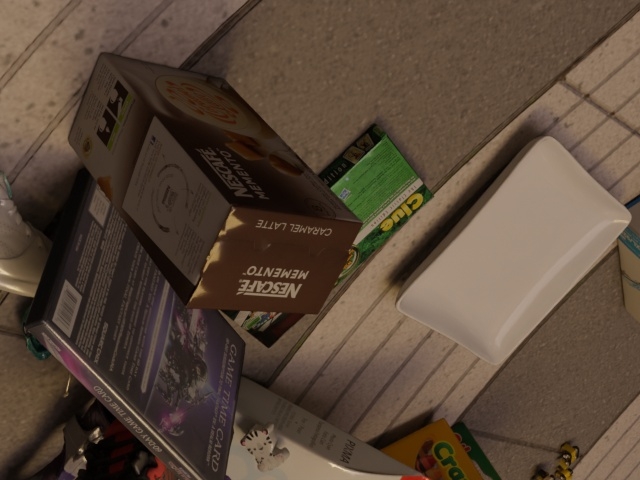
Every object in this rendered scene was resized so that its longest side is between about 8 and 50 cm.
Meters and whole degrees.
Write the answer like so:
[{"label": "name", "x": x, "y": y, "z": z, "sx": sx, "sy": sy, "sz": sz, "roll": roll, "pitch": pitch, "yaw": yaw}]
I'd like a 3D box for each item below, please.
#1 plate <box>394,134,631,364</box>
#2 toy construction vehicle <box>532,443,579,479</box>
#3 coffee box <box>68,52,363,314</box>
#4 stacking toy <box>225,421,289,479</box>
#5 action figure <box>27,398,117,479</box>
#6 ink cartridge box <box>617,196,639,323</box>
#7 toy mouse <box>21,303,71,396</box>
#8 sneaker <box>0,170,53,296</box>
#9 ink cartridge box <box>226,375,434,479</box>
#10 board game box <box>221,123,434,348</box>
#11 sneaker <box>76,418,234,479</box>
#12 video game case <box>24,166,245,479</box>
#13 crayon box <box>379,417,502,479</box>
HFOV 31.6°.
[{"label": "plate", "x": 0.243, "y": 0.014, "z": 1.440, "sx": 0.278, "sy": 0.045, "sz": 0.277, "roll": -49, "pitch": 138, "yaw": 9}, {"label": "toy construction vehicle", "x": 0.393, "y": 0.389, "z": 1.900, "sx": 0.086, "sy": 0.035, "sz": 0.098, "roll": -37, "pitch": 143, "yaw": -23}, {"label": "coffee box", "x": -0.096, "y": -0.050, "z": 0.963, "sx": 0.141, "sy": 0.246, "sz": 0.098, "roll": 6, "pitch": 121, "yaw": -40}, {"label": "stacking toy", "x": -0.148, "y": 0.284, "z": 1.211, "sx": 0.221, "sy": 0.052, "sz": 0.167, "roll": -31, "pitch": -177, "yaw": 23}, {"label": "action figure", "x": -0.305, "y": 0.292, "z": 1.211, "sx": 0.285, "sy": 0.099, "sz": 0.185, "roll": -46, "pitch": 133, "yaw": 1}, {"label": "ink cartridge box", "x": 0.539, "y": 0.037, "z": 1.595, "sx": 0.171, "sy": 0.168, "sz": 0.233, "roll": -33, "pitch": 139, "yaw": -9}, {"label": "toy mouse", "x": -0.244, "y": 0.067, "z": 1.115, "sx": 0.161, "sy": 0.031, "sz": 0.143, "roll": -43, "pitch": 140, "yaw": 2}, {"label": "sneaker", "x": -0.286, "y": -0.015, "z": 0.984, "sx": 0.212, "sy": 0.080, "sz": 0.094, "roll": 23, "pitch": 98, "yaw": -45}, {"label": "ink cartridge box", "x": -0.006, "y": 0.383, "z": 1.349, "sx": 0.308, "sy": 0.385, "sz": 0.091, "roll": -62, "pitch": 177, "yaw": 22}, {"label": "board game box", "x": 0.000, "y": 0.000, "z": 1.251, "sx": 0.259, "sy": 0.030, "sz": 0.136, "roll": -42, "pitch": 137, "yaw": 1}, {"label": "sneaker", "x": -0.152, "y": 0.206, "z": 1.129, "sx": 0.097, "sy": 0.276, "sz": 0.135, "roll": -19, "pitch": 119, "yaw": 23}, {"label": "video game case", "x": -0.157, "y": 0.089, "z": 1.047, "sx": 0.026, "sy": 0.196, "sz": 0.274, "roll": -18, "pitch": 130, "yaw": 21}, {"label": "crayon box", "x": 0.126, "y": 0.382, "z": 1.546, "sx": 0.318, "sy": 0.202, "sz": 0.081, "roll": -24, "pitch": 155, "yaw": -21}]
